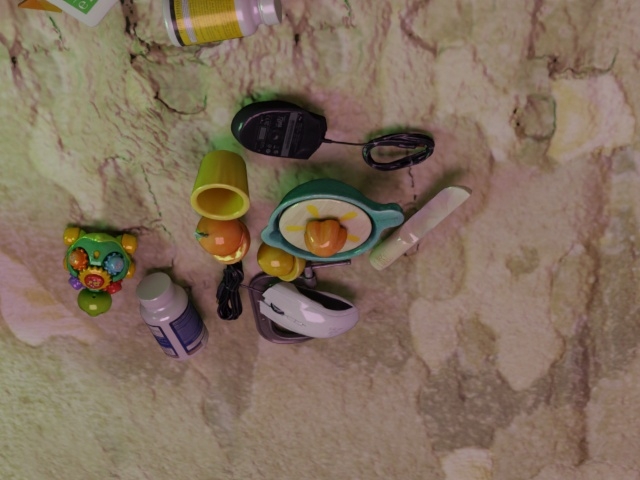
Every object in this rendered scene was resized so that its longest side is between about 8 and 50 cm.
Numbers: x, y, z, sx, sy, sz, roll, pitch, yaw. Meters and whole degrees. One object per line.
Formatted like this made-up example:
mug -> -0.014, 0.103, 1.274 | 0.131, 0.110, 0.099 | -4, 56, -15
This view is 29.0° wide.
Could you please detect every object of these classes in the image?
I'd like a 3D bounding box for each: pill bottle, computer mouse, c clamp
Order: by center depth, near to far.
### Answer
pill bottle -> -0.102, -0.242, 1.292 | 0.116, 0.065, 0.065 | -7, 135, 9
computer mouse -> 0.015, -0.124, 1.435 | 0.242, 0.041, 0.071 | 8, 127, -15
computer mouse -> -0.042, 0.088, 1.616 | 0.193, 0.042, 0.106 | 16, 132, -7
pill bottle -> -0.199, 0.099, 1.640 | 0.067, 0.067, 0.120 | -12, 134, 13
c clamp -> -0.027, 0.087, 1.654 | 0.137, 0.022, 0.161 | 0, 135, 1

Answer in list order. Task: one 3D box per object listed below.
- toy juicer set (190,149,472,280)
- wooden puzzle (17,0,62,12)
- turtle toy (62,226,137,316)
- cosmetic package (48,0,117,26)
toy juicer set -> 0.000, 0.000, 1.501 | 0.328, 0.090, 0.209 | 7, 144, -8
wooden puzzle -> -0.308, -0.289, 1.289 | 0.078, 0.014, 0.116 | -1, 136, -3
turtle toy -> -0.286, 0.041, 1.584 | 0.095, 0.066, 0.130 | 7, 135, -5
cosmetic package -> -0.295, -0.382, 1.093 | 0.365, 0.155, 0.197 | 29, 133, -26
